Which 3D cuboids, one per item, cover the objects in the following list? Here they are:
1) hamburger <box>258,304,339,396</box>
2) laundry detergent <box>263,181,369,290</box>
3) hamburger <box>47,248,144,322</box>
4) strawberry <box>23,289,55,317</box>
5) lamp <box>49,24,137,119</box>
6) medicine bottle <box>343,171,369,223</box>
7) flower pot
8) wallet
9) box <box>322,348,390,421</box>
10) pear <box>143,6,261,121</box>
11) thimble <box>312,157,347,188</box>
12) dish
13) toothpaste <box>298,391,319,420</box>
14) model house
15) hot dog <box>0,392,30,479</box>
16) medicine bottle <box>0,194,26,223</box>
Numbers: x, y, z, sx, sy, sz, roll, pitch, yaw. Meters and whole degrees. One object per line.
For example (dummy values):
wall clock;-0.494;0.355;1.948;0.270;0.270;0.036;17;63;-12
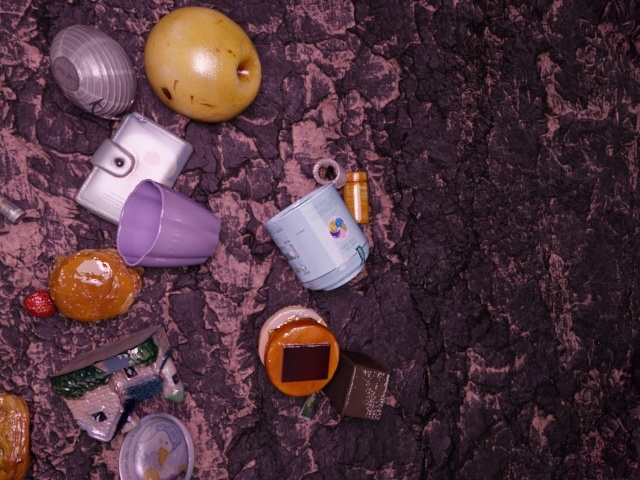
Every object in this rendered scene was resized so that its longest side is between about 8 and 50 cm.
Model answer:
hamburger;-0.077;0.376;1.442;0.290;0.225;0.291;-2;98;-15
laundry detergent;0.000;0.000;1.429;0.287;0.287;0.305;-35;100;-14
hamburger;-0.693;0.130;1.261;0.260;0.211;0.245;42;84;-18
strawberry;-0.866;0.196;1.272;0.083;0.083;0.096;-36;129;-14
lamp;-0.675;-0.505;1.246;0.233;0.233;0.265;-41;94;-13
medicine bottle;0.136;-0.159;1.569;0.096;0.096;0.192;-2;91;-17
flower pot;-0.466;-0.032;1.293;0.243;0.265;0.265;19;84;-52
wallet;-0.612;-0.220;1.344;0.252;0.083;0.360;31;81;-21
box;0.121;0.506;1.482;0.143;0.273;0.184;16;85;-14
pear;-0.359;-0.540;1.284;0.348;0.348;0.349;0;91;-17
thimble;0.036;-0.244;1.518;0.102;0.090;0.115;-44;70;14
dish;-0.509;0.711;1.357;0.273;0.134;0.274;-6;73;18
toothpaste;-0.026;0.582;1.562;0.049;0.031;0.204;24;85;-15
model house;-0.597;0.450;1.277;0.298;0.243;0.284;-20;101;-5
hot dog;-0.963;0.599;1.222;0.196;0.122;0.273;3;91;-11
medicine bottle;-0.953;-0.096;1.253;0.083;0.047;0.047;41;79;-14
